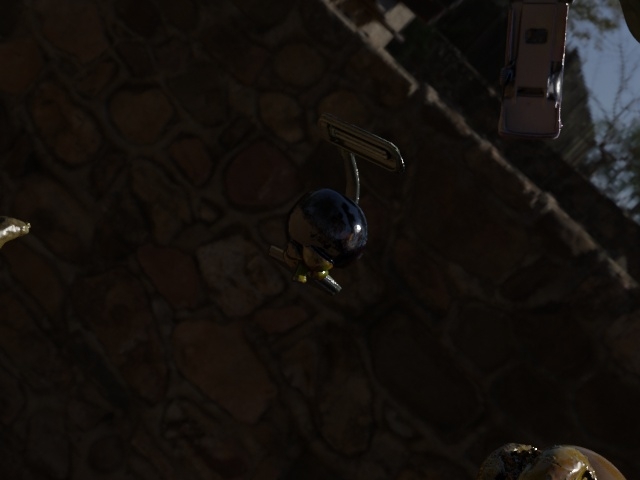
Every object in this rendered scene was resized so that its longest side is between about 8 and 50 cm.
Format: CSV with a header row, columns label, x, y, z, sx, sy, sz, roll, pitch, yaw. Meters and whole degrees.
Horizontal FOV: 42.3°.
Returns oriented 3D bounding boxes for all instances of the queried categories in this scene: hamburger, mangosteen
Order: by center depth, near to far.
label,x,y,z,sx,sy,sz,roll,pitch,yaw
hamburger,0.255,0.330,0.960,0.113,0.185,0.177,-2,-18,38
mangosteen,0.000,0.000,1.221,0.137,0.151,0.137,30,-14,9

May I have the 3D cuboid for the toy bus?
label,x,y,z,sx,sy,sz,roll,pitch,yaw
toy bus,0.295,-0.270,1.125,0.090,0.274,0.112,5,1,12

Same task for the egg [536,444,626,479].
label,x,y,z,sx,sy,sz,roll,pitch,yaw
egg,0.401,0.525,1.425,0.282,0.351,0.282,22,14,-6

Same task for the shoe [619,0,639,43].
label,x,y,z,sx,sy,sz,roll,pitch,yaw
shoe,0.351,-0.246,0.823,0.251,0.103,0.100,59,12,-24

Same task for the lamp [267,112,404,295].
label,x,y,z,sx,sy,sz,roll,pitch,yaw
lamp,0.041,-0.044,1.352,0.124,0.283,0.203,18,5,-38

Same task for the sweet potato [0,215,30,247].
label,x,y,z,sx,sy,sz,roll,pitch,yaw
sweet potato,-0.221,0.021,0.408,0.038,0.153,0.041,63,-1,6
